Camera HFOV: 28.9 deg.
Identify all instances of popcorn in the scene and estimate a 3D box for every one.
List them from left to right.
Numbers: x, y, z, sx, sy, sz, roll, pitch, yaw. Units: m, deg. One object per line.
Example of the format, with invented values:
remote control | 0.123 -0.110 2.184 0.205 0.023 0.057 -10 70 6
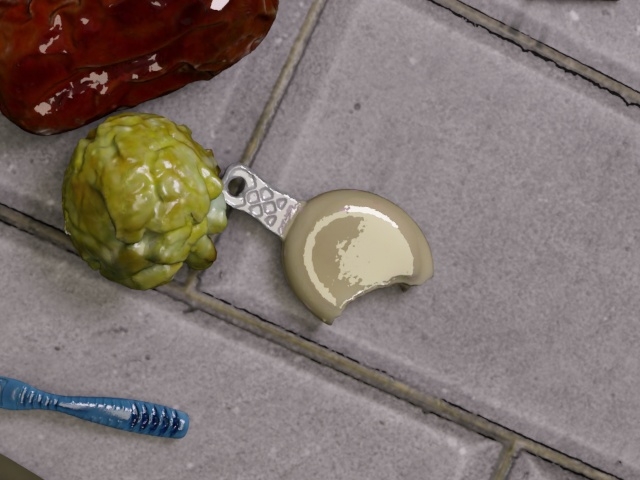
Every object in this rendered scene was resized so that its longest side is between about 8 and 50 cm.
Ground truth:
popcorn | -0.183 -0.038 1.360 0.212 0.198 0.198 24 88 -36

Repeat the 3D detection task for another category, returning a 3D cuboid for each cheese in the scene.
cheese | 0.010 -0.018 1.435 0.163 0.071 0.249 -39 97 -6

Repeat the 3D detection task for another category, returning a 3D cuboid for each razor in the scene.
razor | -0.274 0.188 1.407 0.253 0.042 0.082 13 89 -11

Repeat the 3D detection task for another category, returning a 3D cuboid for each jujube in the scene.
jujube | -0.209 -0.242 1.328 0.342 0.216 0.216 -28 97 6

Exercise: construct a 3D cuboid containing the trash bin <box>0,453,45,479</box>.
trash bin | -0.355 0.387 1.364 0.243 0.121 0.247 33 90 -9
